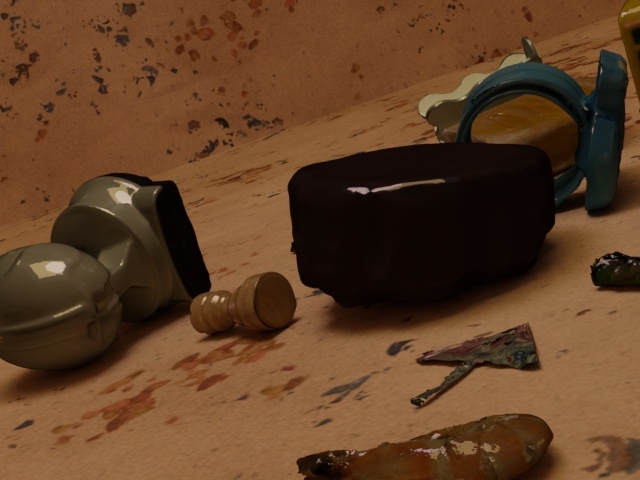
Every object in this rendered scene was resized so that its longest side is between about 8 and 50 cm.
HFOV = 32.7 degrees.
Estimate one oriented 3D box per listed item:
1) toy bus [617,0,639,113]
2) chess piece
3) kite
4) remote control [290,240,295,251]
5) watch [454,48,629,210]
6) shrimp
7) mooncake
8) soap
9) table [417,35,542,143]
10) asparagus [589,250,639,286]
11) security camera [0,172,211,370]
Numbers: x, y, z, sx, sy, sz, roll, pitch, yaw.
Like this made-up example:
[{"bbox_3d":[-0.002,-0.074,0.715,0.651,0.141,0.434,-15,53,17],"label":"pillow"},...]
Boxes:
[{"bbox_3d":[0.539,-0.204,1.063,0.440,0.249,0.209,-11,14,30],"label":"toy bus"},{"bbox_3d":[-0.092,0.075,1.216,0.122,0.066,0.066,-14,12,41],"label":"chess piece"},{"bbox_3d":[0.127,0.100,0.906,0.157,0.011,0.139,-27,12,-40],"label":"kite"},{"bbox_3d":[0.000,0.000,1.508,0.091,0.016,0.034,-10,10,30],"label":"remote control"},{"bbox_3d":[0.259,-0.129,1.291,0.193,0.211,0.211,3,17,12],"label":"watch"},{"bbox_3d":[0.067,0.142,0.731,0.180,0.041,0.099,-15,12,20],"label":"shrimp"},{"bbox_3d":[0.107,-0.021,1.156,0.283,0.141,0.283,-8,14,2],"label":"mooncake"},{"bbox_3d":[0.319,-0.157,1.537,0.257,0.080,0.160,-24,26,-21],"label":"soap"},{"bbox_3d":[0.266,-0.200,1.711,0.198,0.166,0.166,-26,12,4],"label":"table"},{"bbox_3d":[0.295,0.028,0.924,0.036,0.030,0.165,-15,9,-28],"label":"asparagus"},{"bbox_3d":[-0.294,0.054,1.343,0.191,0.197,0.277,-1,28,31],"label":"security camera"}]
